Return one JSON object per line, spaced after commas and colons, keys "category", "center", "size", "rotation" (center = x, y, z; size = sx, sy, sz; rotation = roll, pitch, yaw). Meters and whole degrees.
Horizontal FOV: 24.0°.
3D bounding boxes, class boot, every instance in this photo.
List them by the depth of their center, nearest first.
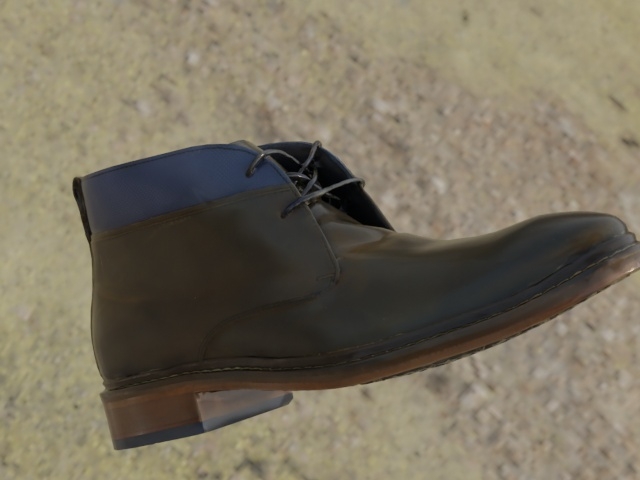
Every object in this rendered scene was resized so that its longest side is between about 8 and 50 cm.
{"category": "boot", "center": [0.000, 0.000, 0.526], "size": [0.082, 0.219, 0.106], "rotation": [-10, 82, -62]}
